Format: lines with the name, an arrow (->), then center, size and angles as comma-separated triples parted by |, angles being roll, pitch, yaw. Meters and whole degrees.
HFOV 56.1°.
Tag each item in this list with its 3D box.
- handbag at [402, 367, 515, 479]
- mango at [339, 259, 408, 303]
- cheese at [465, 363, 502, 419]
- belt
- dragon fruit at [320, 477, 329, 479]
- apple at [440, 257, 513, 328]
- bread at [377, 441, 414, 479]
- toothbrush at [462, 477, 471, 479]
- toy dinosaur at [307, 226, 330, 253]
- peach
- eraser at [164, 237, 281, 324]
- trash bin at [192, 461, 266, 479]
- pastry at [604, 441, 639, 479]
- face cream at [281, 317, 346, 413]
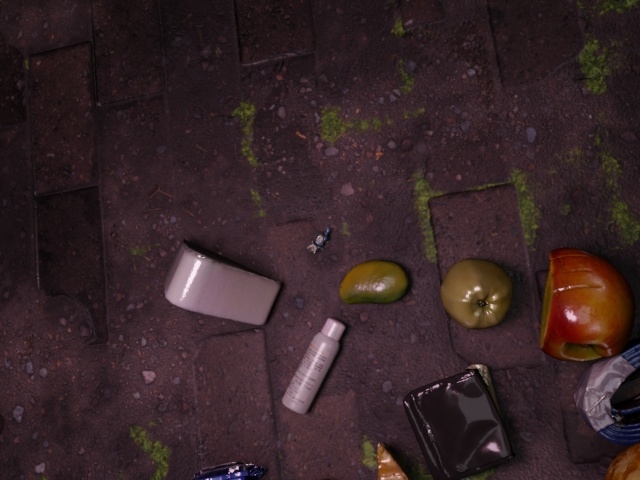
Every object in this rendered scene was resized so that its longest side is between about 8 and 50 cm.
handbag -> 0.351, 0.471, 1.537 | 0.223, 0.080, 0.247 | -27, 77, 19
mango -> 0.145, 0.113, 1.646 | 0.191, 0.085, 0.122 | -1, 85, 11
cheese -> 0.426, 0.418, 1.562 | 0.064, 0.043, 0.194 | -14, 80, 10
belt -> 0.794, 0.350, 1.453 | 0.346, 0.117, 0.212 | -32, 78, 6
dragon fruit -> -0.018, 0.719, 1.552 | 0.188, 0.182, 0.182 | -7, 78, -28
apple -> 0.401, 0.139, 1.541 | 0.200, 0.200, 0.200 | -2, 82, 12
bread -> 0.153, 0.704, 1.481 | 0.279, 0.248, 0.315 | -40, 72, 3
toothbrush -> 0.420, 0.654, 1.545 | 0.162, 0.014, 0.017 | 37, 77, 15
toy dinosaur -> 0.000, 0.000, 1.713 | 0.030, 0.047, 0.083 | 41, 93, 16
peach -> 0.636, 0.150, 1.466 | 0.245, 0.249, 0.275 | 9, 63, -12
eraser -> -0.304, 0.110, 1.631 | 0.331, 0.331, 0.150 | 24, 88, 15
trash bin -> -0.230, 0.712, 1.579 | 0.184, 0.162, 0.235 | -13, 64, 4
pastry -> 0.799, 0.592, 1.299 | 0.388, 0.389, 0.313 | -12, 54, 11
face cream -> -0.012, 0.339, 1.650 | 0.082, 0.082, 0.269 | 28, 89, 15
